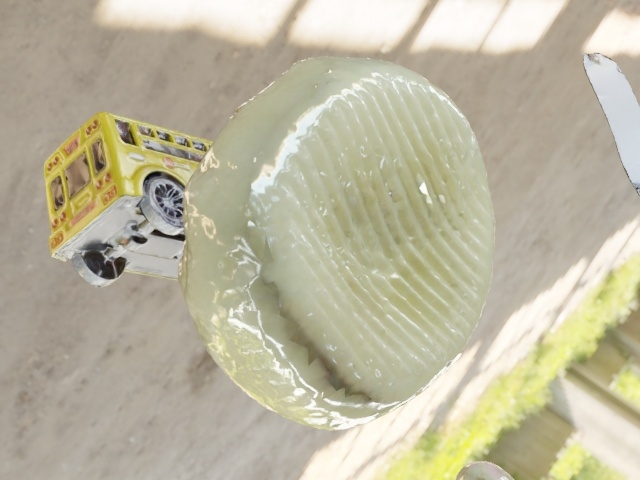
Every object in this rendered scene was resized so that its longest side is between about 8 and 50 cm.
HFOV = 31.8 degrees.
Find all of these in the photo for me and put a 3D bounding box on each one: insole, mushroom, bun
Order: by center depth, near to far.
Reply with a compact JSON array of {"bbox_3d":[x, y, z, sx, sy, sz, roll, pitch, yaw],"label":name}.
[{"bbox_3d":[0.000,0.000,0.630,0.222,0.128,0.222,3,87,-46],"label":"bun"},{"bbox_3d":[0.265,-0.082,0.939,0.064,0.188,0.004,-2,152,-33],"label":"insole"},{"bbox_3d":[0.179,0.276,1.199,0.067,0.083,0.083,-42,167,17],"label":"mushroom"}]

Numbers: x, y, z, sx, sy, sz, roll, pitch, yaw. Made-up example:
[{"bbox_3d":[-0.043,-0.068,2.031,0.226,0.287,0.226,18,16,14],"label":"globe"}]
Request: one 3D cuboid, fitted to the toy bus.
[{"bbox_3d":[-0.129,-0.030,1.233,0.145,0.151,0.331,-36,149,33],"label":"toy bus"}]
